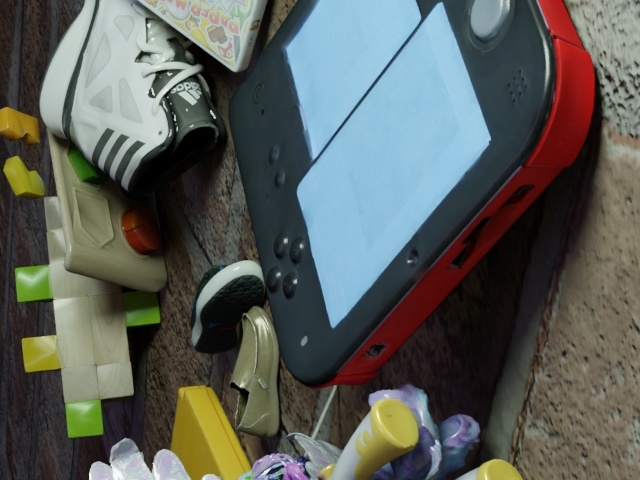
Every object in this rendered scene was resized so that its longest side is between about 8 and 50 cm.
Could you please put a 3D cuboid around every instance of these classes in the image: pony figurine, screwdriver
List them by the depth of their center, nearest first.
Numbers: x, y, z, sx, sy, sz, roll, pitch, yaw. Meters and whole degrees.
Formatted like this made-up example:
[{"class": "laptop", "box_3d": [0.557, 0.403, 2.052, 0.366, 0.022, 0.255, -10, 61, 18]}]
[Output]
[{"class": "pony figurine", "box_3d": [0.013, 0.275, 1.365, 0.363, 0.303, 0.351, -49, 55, 42]}, {"class": "screwdriver", "box_3d": [-0.009, 0.198, 1.594, 0.025, 0.024, 0.170, -39, 18, 51]}]

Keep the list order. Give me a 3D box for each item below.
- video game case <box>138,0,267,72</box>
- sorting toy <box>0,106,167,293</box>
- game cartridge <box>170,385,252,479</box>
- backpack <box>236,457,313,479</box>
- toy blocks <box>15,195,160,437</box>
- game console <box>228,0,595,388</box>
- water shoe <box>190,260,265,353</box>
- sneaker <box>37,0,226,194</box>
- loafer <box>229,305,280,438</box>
[{"class": "video game case", "box_3d": [-0.139, -0.323, 1.779, 0.227, 0.026, 0.206, 38, 130, 24]}, {"class": "sorting toy", "box_3d": [-0.298, -0.066, 2.152, 0.041, 0.307, 0.229, -16, 72, 27]}, {"class": "game cartridge", "box_3d": [-0.133, 0.377, 2.052, 0.285, 0.053, 0.323, -123, 37, -54]}, {"class": "backpack", "box_3d": [-0.026, 0.264, 1.624, 0.084, 0.114, 0.105, -109, 4, -48]}, {"class": "toy blocks", "box_3d": [-0.338, 0.095, 2.414, 0.261, 0.191, 0.381, 136, 128, -79]}, {"class": "game console", "box_3d": [0.048, -0.106, 1.302, 0.386, 0.060, 0.342, -51, 45, 40]}, {"class": "water shoe", "box_3d": [-0.117, 0.058, 1.902, 0.203, 0.073, 0.080, 121, 143, -57]}, {"class": "sneaker", "box_3d": [-0.171, -0.253, 1.956, 0.257, 0.169, 0.447, 42, 127, 32]}, {"class": "loafer", "box_3d": [-0.074, 0.146, 1.832, 0.056, 0.050, 0.148, 163, 103, -69]}]
